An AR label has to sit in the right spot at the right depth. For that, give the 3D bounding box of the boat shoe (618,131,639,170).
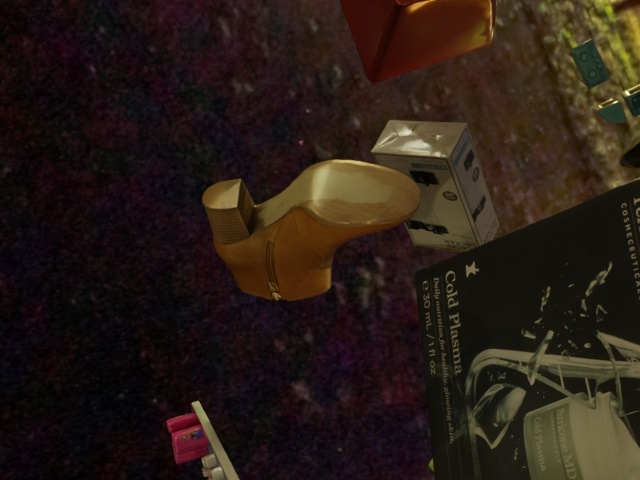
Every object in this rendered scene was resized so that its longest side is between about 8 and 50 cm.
[{"bbox_3d":[0.615,-0.164,1.205,0.105,0.089,0.285,55,-3,2],"label":"boat shoe"}]

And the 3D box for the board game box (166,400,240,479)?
[{"bbox_3d":[-0.079,0.427,0.775,0.050,0.390,0.390,-15,105,-17],"label":"board game box"}]

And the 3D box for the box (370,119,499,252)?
[{"bbox_3d":[0.231,-0.098,1.379,0.087,0.169,0.290,-60,142,-26],"label":"box"}]

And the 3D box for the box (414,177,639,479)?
[{"bbox_3d":[0.407,0.221,1.006,0.297,0.471,0.480,9,67,-32],"label":"box"}]

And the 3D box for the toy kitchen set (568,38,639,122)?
[{"bbox_3d":[0.583,-0.319,1.271,0.166,0.207,0.122,61,15,-10],"label":"toy kitchen set"}]

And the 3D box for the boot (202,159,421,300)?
[{"bbox_3d":[-0.001,0.001,0.953,0.211,0.295,0.104,69,25,-50],"label":"boot"}]

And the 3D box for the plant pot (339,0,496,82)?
[{"bbox_3d":[0.184,-0.493,1.320,0.236,0.267,0.267,97,-26,-82],"label":"plant pot"}]

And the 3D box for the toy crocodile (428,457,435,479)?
[{"bbox_3d":[0.292,0.449,1.362,0.115,0.340,0.105,42,55,7],"label":"toy crocodile"}]
